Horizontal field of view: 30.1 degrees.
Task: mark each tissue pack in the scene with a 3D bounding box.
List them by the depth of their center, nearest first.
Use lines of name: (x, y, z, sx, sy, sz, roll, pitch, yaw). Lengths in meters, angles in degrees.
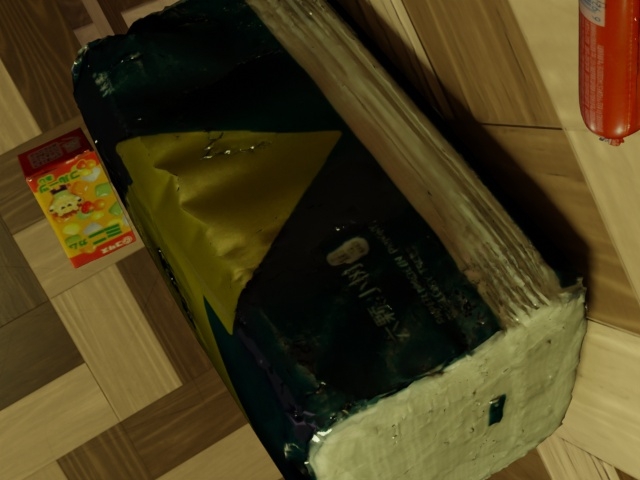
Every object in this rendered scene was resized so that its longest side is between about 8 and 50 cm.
tissue pack: (0.000, 0.000, 0.984, 0.416, 0.253, 0.264, 56, 168, 30)

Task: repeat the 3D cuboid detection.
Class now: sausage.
sausage: (0.159, -0.100, 0.627, 0.145, 0.050, 0.048, 74, -172, -51)

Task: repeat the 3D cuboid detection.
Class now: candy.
candy: (-0.210, -0.035, 1.031, 0.038, 0.062, 0.122, 57, 170, 41)
